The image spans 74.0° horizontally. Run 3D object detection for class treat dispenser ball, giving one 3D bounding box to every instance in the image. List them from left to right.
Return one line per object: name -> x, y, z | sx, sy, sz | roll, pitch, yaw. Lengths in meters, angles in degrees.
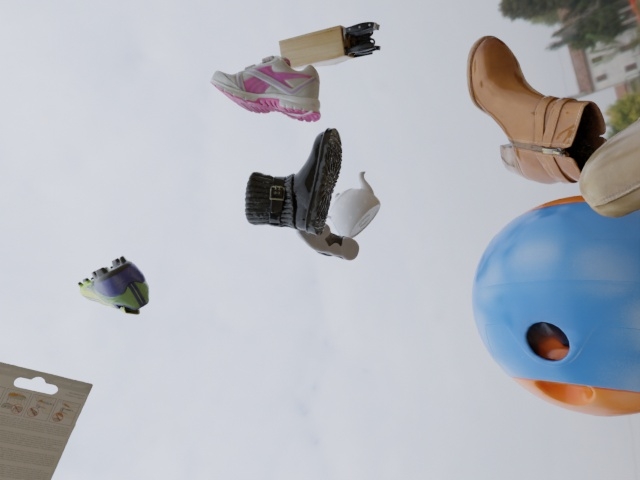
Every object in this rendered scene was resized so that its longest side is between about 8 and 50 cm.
treat dispenser ball -> 0.357, 0.082, 0.575 | 0.288, 0.288, 0.288 | 19, -115, -46

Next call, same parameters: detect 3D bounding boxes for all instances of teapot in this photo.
teapot -> 0.130, -0.140, 1.909 | 0.187, 0.253, 0.256 | 43, -122, 16

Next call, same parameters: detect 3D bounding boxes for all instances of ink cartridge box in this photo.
ink cartridge box -> -0.567, 0.352, 0.790 | 0.189, 0.066, 0.233 | 26, -104, -25

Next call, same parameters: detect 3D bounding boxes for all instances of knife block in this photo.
knife block -> 0.037, -0.595, 1.288 | 0.275, 0.242, 0.088 | -14, -75, -20

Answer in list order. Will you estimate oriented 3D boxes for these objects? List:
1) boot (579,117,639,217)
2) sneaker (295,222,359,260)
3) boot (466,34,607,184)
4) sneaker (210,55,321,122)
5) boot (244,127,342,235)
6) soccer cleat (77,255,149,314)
boot -> 0.312, -0.127, 0.243 | 0.089, 0.236, 0.269 | 59, 179, 13
sneaker -> 0.000, 0.000, 1.528 | 0.268, 0.153, 0.101 | 24, -100, -30
boot -> 0.362, -0.224, 0.724 | 0.220, 0.109, 0.284 | -116, 5, -74
sneaker -> -0.108, -0.331, 0.898 | 0.103, 0.252, 0.111 | 1, -76, -81
boot -> -0.090, -0.197, 1.328 | 0.131, 0.260, 0.348 | 21, -97, -69
soccer cleat -> -0.432, 0.113, 0.893 | 0.093, 0.289, 0.121 | -37, -79, -35
